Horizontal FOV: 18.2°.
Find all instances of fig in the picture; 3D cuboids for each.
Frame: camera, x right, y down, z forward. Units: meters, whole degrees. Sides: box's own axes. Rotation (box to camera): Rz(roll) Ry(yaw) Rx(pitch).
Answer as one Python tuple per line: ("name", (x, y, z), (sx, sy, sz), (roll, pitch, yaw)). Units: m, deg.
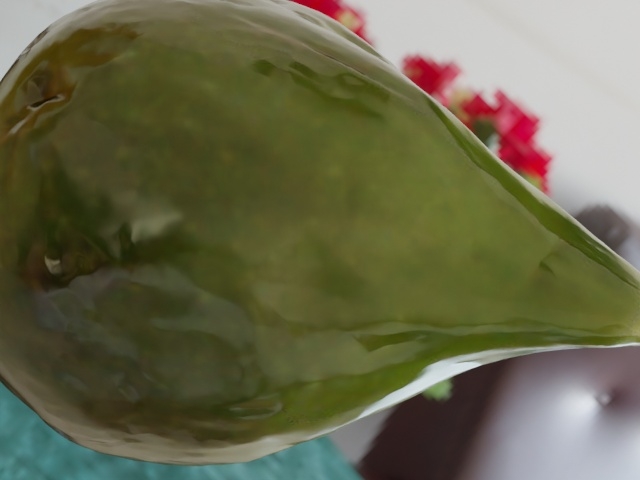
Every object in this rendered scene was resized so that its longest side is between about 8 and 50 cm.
("fig", (0.000, 0.000, 0.784), (0.275, 0.206, 0.206), (14, 7, 25))
